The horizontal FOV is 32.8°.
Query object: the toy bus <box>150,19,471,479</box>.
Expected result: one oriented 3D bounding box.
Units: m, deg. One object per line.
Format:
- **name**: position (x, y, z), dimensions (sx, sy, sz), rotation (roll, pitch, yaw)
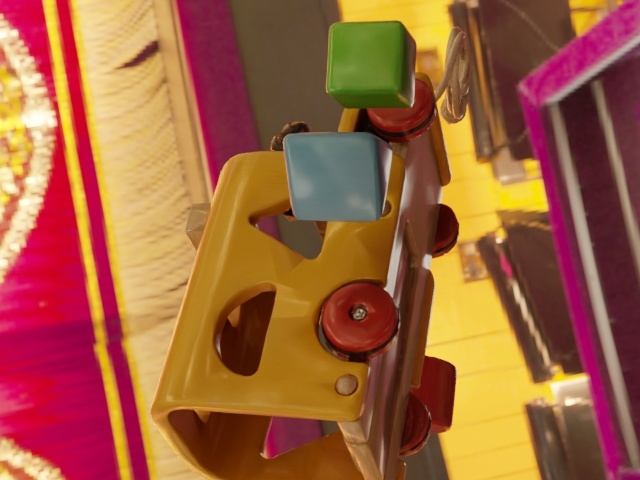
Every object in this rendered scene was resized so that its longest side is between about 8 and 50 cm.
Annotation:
- **toy bus**: position (-0.003, 0.007, 0.455), dimensions (0.202, 0.104, 0.191), rotation (-32, -57, -71)
